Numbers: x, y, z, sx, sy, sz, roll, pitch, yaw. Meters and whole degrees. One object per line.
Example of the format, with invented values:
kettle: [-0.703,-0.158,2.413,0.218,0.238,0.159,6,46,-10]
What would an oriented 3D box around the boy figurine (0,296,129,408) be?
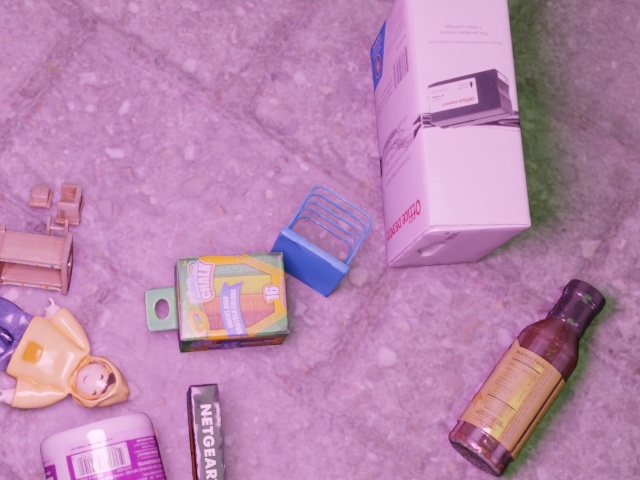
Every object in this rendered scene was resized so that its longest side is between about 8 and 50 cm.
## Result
boy figurine: [-0.426,0.182,1.692,0.285,0.092,0.177,30,72,3]

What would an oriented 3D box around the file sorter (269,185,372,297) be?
file sorter: [0.000,0.000,1.758,0.118,0.170,0.104,32,72,0]

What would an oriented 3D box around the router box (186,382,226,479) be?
router box: [-0.172,0.310,1.677,0.046,0.133,0.178,-4,77,-10]

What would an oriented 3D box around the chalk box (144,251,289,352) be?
chalk box: [-0.164,0.099,1.728,0.213,0.132,0.132,-4,77,-10]

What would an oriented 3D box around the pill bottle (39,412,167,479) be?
pill bottle: [-0.294,0.415,1.617,0.169,0.169,0.301,-13,80,-11]

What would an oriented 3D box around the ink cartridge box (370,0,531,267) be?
ink cartridge box: [0.196,-0.175,1.768,0.166,0.285,0.394,-1,78,-9]

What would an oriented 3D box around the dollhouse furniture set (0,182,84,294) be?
dollhouse furniture set: [-0.476,-0.011,1.747,0.182,0.101,0.160,8,51,-6]

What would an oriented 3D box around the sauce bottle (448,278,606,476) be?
sauce bottle: [0.342,0.215,1.792,0.111,0.111,0.344,39,73,2]
